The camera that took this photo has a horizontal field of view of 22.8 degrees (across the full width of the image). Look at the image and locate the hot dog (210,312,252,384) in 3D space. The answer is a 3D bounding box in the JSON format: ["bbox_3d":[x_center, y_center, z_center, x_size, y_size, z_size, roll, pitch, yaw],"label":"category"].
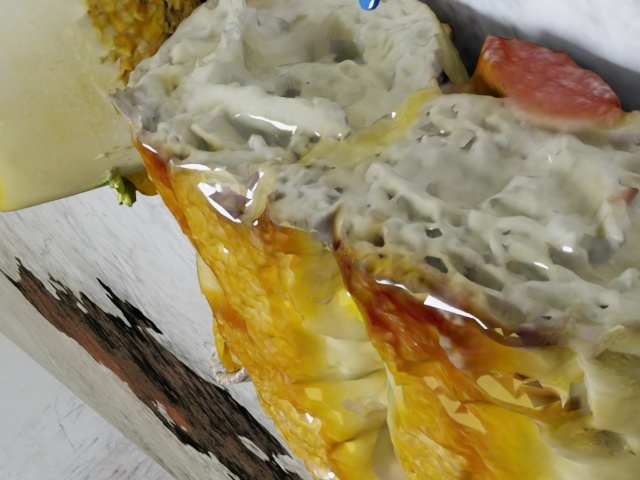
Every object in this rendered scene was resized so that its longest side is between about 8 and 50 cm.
[{"bbox_3d":[-0.032,0.006,1.022,0.053,0.192,0.099,27,154,-23],"label":"hot dog"}]

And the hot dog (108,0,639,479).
[{"bbox_3d":[0.094,0.062,0.821,0.367,0.196,0.365,30,151,41],"label":"hot dog"}]

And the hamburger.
[{"bbox_3d":[-0.170,-0.155,0.925,0.276,0.179,0.294,58,168,24],"label":"hamburger"}]

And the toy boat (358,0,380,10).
[{"bbox_3d":[0.035,-0.170,0.570,0.091,0.110,0.175,22,111,52],"label":"toy boat"}]
